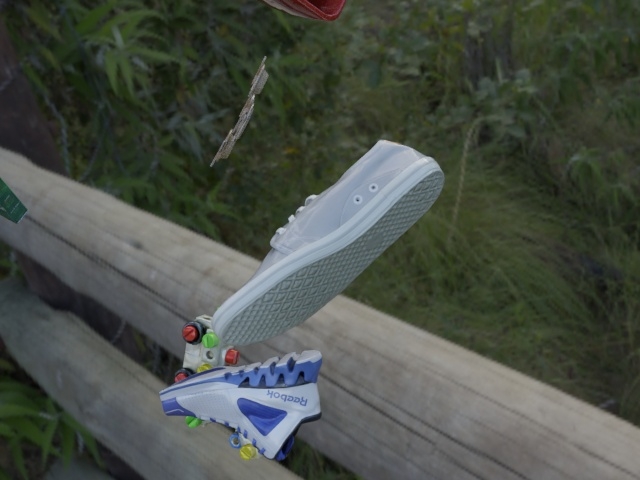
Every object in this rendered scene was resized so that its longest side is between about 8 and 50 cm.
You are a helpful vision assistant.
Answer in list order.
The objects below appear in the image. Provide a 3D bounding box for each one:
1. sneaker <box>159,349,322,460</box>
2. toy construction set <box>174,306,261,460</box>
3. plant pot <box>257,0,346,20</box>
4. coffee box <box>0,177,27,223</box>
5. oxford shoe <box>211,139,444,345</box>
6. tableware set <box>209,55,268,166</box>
[{"bbox_3d":[-0.134,0.321,1.712,0.315,0.182,0.127,-12,0,13],"label":"sneaker"},{"bbox_3d":[-0.175,0.259,1.873,0.215,0.328,0.151,16,-2,21],"label":"toy construction set"},{"bbox_3d":[-0.083,-0.468,1.266,0.235,0.267,0.267,12,75,61],"label":"plant pot"},{"bbox_3d":[-0.650,-0.110,1.782,0.113,0.184,0.040,26,69,20],"label":"coffee box"},{"bbox_3d":[0.000,0.000,1.485,0.449,0.169,0.130,-41,64,-10],"label":"oxford shoe"},{"bbox_3d":[-0.119,-0.190,1.406,0.141,0.020,0.169,-51,15,50],"label":"tableware set"}]
